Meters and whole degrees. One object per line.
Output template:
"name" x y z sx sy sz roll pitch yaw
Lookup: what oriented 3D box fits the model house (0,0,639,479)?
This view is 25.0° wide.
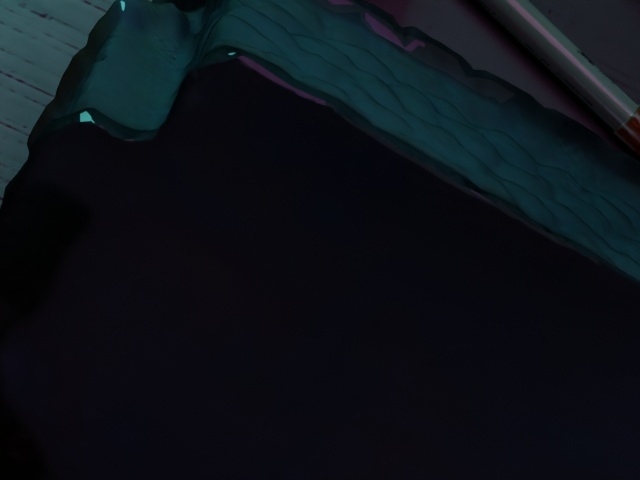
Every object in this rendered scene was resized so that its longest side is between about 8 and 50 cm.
"model house" 0.000 0.000 0.780 0.360 0.297 0.339 27 30 -14

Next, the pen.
"pen" 0.170 -0.122 0.992 0.239 0.028 0.028 42 64 -6
